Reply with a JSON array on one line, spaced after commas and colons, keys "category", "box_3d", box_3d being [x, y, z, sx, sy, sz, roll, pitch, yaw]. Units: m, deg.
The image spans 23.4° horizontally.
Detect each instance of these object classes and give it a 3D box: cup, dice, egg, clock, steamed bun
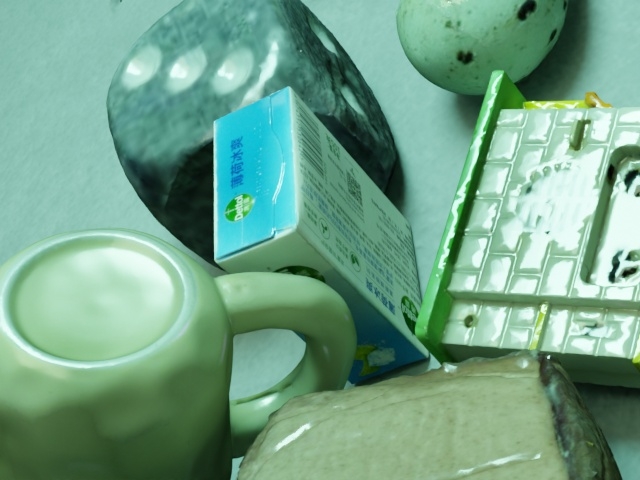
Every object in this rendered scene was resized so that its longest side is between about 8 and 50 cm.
[{"category": "cup", "box_3d": [-0.105, 0.111, 1.044, 0.255, 0.202, 0.173, 4, 43, 0]}, {"category": "dice", "box_3d": [-0.057, -0.095, 1.289, 0.182, 0.181, 0.183, -33, 46, 14]}, {"category": "egg", "box_3d": [0.134, -0.193, 1.254, 0.131, 0.131, 0.164, 9, 49, 42]}, {"category": "clock", "box_3d": [0.222, 0.000, 1.067, 0.255, 0.106, 0.219, 3, 63, 34]}, {"category": "steamed bun", "box_3d": [0.077, 0.221, 0.946, 0.252, 0.199, 0.301, -13, 29, 15]}]

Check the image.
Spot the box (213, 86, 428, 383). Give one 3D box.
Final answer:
[{"category": "box", "box_3d": [0.001, 0.000, 1.164, 0.073, 0.194, 0.139, -22, 47, 21]}]
